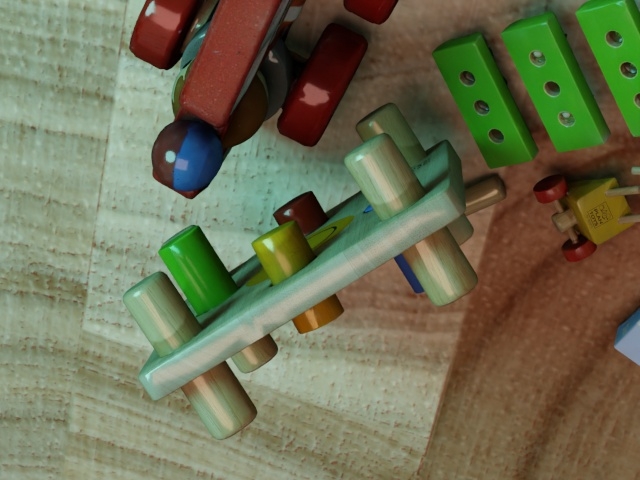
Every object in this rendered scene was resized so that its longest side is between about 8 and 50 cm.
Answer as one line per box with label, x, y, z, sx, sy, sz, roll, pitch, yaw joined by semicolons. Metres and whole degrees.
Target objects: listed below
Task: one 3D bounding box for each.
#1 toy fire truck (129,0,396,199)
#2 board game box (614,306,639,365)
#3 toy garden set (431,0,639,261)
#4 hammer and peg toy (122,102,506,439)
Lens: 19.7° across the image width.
toy fire truck;-0.051;-0.156;1.348;0.169;0.254;0.302;29;123;0
board game box;0.362;0.056;1.471;0.160;0.039;0.211;35;124;-5
toy garden set;0.232;-0.092;1.391;0.244;0.049;0.204;-11;116;41
hammer and peg toy;0.000;0.000;1.399;0.266;0.361;0.127;-31;97;10
